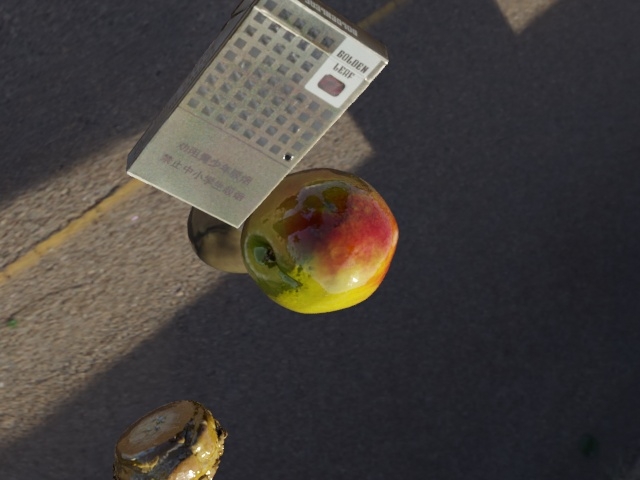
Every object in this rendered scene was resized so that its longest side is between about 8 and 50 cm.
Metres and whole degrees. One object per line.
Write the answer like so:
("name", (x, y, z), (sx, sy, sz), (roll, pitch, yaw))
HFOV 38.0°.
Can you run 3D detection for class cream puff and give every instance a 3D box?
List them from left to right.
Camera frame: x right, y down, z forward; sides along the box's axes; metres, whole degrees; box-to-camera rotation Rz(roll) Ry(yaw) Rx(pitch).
("cream puff", (-0.206, 0.300, 1.288), (0.165, 0.150, 0.115), (-28, 112, -17))

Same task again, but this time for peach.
("peach", (0.000, 0.000, 1.408), (0.231, 0.231, 0.230), (7, 78, -34))

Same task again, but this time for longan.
("longan", (-0.137, -0.038, 1.763), (0.246, 0.246, 0.215), (-6, 52, -36))

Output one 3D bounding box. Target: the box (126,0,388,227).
("box", (-0.085, -0.165, 1.171), (0.180, 0.325, 0.047), (28, 32, -27))
